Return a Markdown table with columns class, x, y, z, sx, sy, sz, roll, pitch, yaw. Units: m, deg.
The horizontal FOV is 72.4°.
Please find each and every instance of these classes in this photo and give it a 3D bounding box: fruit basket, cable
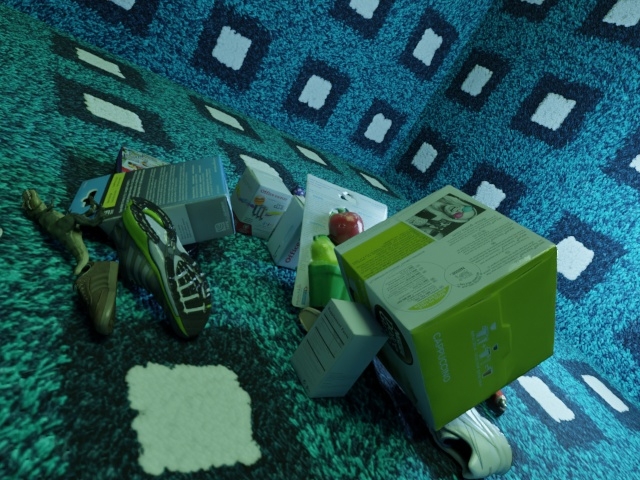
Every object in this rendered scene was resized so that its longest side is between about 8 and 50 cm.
| class | x | y | z | sx | sy | sz | roll | pitch | yaw |
| --- | --- | --- | --- | --- | --- | --- | --- | --- | --- |
| fruit basket | 0.061 | 0.029 | 1.228 | 0.326 | 0.165 | 0.354 | 15 | 69 | -39 |
| cable | 0.510 | 0.419 | 1.324 | 0.139 | 0.072 | 0.287 | 49 | 19 | 4 |

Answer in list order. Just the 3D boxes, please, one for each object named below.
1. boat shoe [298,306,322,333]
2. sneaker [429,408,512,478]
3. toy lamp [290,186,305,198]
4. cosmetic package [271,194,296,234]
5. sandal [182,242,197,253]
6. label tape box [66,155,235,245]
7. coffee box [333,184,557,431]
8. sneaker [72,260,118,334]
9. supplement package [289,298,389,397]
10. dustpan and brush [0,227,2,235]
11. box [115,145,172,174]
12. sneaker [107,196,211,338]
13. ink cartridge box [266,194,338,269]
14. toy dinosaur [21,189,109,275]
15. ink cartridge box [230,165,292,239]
| class | x | y | z | sx | sy | sz | roll | pitch | yaw |
| --- | --- | --- | --- | --- | --- | --- | --- | --- | --- |
| boat shoe | 0.006 | 0.222 | 1.036 | 0.170 | 0.063 | 0.059 | 42 | 5 | 23 |
| sneaker | 0.298 | 0.402 | 1.005 | 0.129 | 0.111 | 0.297 | 2 | 31 | -34 |
| toy lamp | -0.042 | -0.125 | 1.780 | 0.080 | 0.080 | 0.275 | 16 | 26 | -39 |
| cosmetic package | -0.091 | -0.070 | 1.542 | 0.127 | 0.107 | 0.238 | 34 | 16 | -5 |
| sandal | -0.346 | 0.039 | 1.003 | 0.067 | 0.040 | 0.179 | 27 | 34 | 1 |
| label tape box | -0.391 | -0.082 | 1.041 | 0.347 | 0.115 | 0.249 | -14 | 34 | -8 |
| coffee box | 0.279 | 0.140 | 0.998 | 0.334 | 0.338 | 0.338 | 49 | -17 | 54 |
| sneaker | -0.394 | 0.099 | 0.762 | 0.071 | 0.066 | 0.188 | 3 | 25 | -23 |
| supplement package | 0.036 | 0.225 | 0.909 | 0.105 | 0.179 | 0.105 | 16 | 25 | -40 |
| dustpan and brush | -0.580 | 0.005 | 0.680 | 0.147 | 0.060 | 0.211 | 13 | 27 | -43 |
| box | -0.448 | -0.165 | 1.292 | 0.293 | 0.057 | 0.201 | 19 | 23 | -33 |
| sneaker | -0.322 | 0.065 | 0.870 | 0.300 | 0.121 | 0.111 | 59 | 24 | 15 |
| ink cartridge box | 0.000 | 0.000 | 1.364 | 0.272 | 0.199 | 0.115 | 18 | 23 | -36 |
| toy dinosaur | -0.480 | -0.034 | 0.853 | 0.268 | 0.064 | 0.118 | 35 | 63 | 29 |
| ink cartridge box | -0.198 | -0.119 | 1.381 | 0.128 | 0.176 | 0.127 | 15 | 25 | -39 |
